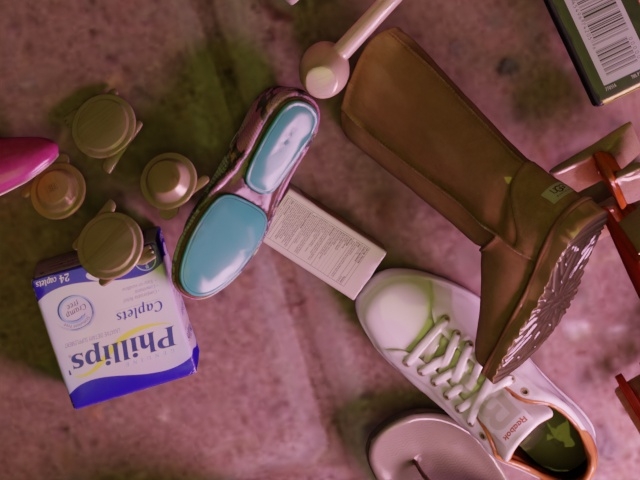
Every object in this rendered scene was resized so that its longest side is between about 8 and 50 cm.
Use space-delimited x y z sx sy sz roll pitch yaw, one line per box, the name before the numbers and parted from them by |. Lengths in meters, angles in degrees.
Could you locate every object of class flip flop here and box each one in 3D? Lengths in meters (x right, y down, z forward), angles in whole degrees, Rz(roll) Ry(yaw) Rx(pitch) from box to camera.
flip flop | 0.150 0.280 1.914 0.112 0.080 0.277 -33 103 4

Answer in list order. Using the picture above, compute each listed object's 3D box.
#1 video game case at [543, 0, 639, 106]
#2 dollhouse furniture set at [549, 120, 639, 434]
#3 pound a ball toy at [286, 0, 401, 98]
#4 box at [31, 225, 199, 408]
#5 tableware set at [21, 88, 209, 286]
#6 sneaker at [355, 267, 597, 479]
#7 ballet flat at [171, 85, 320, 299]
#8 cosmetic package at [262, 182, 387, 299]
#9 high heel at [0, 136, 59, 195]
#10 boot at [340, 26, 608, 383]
video game case | 0.308 -0.298 1.791 0.248 0.035 0.275 -25 92 1
dollhouse furniture set | 0.313 0.067 1.802 0.135 0.262 0.259 -30 135 3
pound a ball toy | 0.032 -0.312 1.742 0.208 0.136 0.319 40 99 -11
box | -0.194 0.073 1.847 0.126 0.072 0.137 -17 104 1
tableware set | -0.197 -0.050 1.808 0.141 0.020 0.168 -46 69 0
sneaker | 0.159 0.133 1.861 0.290 0.123 0.106 37 100 -10
ballet flat | -0.077 -0.047 1.823 0.077 0.079 0.222 30 89 -29
cosmetic package | 0.000 0.000 1.860 0.115 0.041 0.060 34 99 -11
high heel | -0.370 -0.087 1.795 0.244 0.082 0.117 -12 114 12
boot | 0.124 -0.032 1.799 0.269 0.089 0.236 42 131 23
